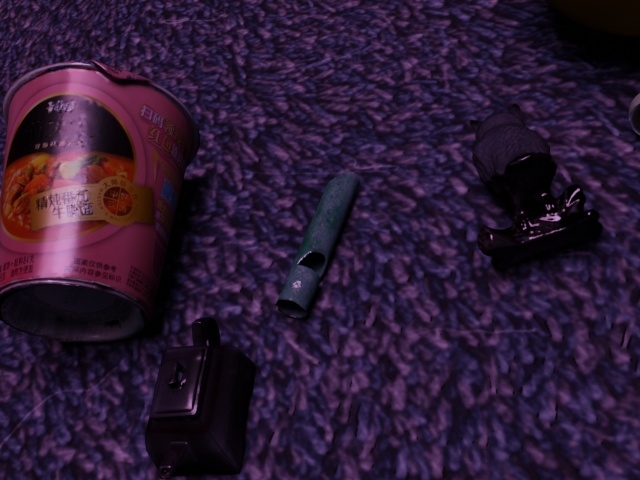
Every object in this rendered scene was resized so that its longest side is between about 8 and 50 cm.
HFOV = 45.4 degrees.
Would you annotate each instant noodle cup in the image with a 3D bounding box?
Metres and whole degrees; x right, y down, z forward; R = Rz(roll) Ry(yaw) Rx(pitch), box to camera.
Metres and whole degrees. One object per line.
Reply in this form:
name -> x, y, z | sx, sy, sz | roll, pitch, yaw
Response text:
instant noodle cup -> -0.258, -0.029, 0.860 | 0.243, 0.244, 0.255 | -9, 59, 13

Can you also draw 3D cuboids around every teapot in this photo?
teapot -> -0.124, 0.149, 0.735 | 0.087, 0.096, 0.177 | -6, 50, 16

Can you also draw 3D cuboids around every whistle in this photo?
whistle -> 0.000, 0.000, 0.850 | 0.039, 0.039, 0.186 | 6, 54, 24

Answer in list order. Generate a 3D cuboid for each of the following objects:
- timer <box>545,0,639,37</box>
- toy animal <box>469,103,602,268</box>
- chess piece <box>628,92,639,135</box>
timer -> 0.408, -0.408, 0.841 | 0.386, 0.376, 0.376 | -16, 48, -9
toy animal -> 0.193, -0.081, 0.795 | 0.121, 0.117, 0.210 | -23, 50, 10
chess piece -> 0.386, -0.177, 0.846 | 0.059, 0.059, 0.149 | 13, 52, 28
